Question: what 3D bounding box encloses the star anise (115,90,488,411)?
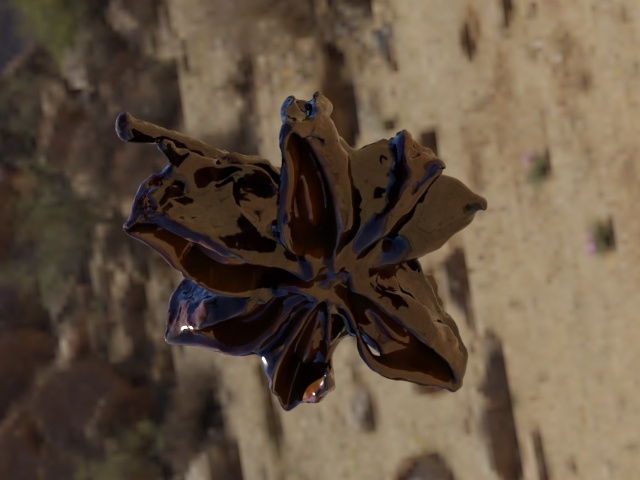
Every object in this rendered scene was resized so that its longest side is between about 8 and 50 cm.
[{"bbox_3d":[0.000,0.000,1.071,0.126,0.190,0.220,-73,-21,-48],"label":"star anise"}]
